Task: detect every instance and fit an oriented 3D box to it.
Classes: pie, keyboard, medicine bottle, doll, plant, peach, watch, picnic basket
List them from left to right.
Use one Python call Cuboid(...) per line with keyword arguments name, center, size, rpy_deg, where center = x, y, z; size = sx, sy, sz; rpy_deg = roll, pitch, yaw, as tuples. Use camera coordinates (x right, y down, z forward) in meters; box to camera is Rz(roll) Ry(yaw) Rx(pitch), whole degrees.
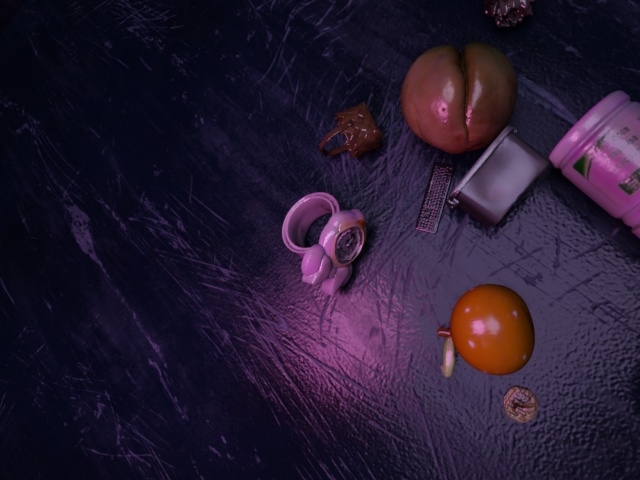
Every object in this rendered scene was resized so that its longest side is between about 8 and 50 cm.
Cuboid(name="watch", center=(0.000, 0.000, 1.221), size=(0.217, 0.211, 0.249), rpy_deg=(27, 83, 39))
Cuboid(name="picnic basket", center=(0.077, -0.305, 1.251), size=(0.178, 0.128, 0.138), rpy_deg=(-26, 72, 4))
Cuboid(name="keyboard", center=(0.320, -0.120, 1.198), size=(0.063, 0.010, 0.198), rpy_deg=(15, 87, 23))
Cuboid(name="peach", center=(0.353, -0.362, 1.104), size=(0.291, 0.247, 0.293), rpy_deg=(0, 81, -1))
Cuboid(name="doll", center=(0.380, 0.217, 1.028), size=(0.235, 0.213, 0.214), rpy_deg=(-18, 75, 30))
Cuboid(name="plant", center=(0.504, -0.685, 1.158), size=(0.129, 0.132, 0.195), rpy_deg=(-9, 74, 21))
Cuboid(name="pie", center=(0.487, 0.401, 1.047), size=(0.084, 0.020, 0.085), rpy_deg=(-4, 80, 19))
Cuboid(name="medicine bottle", center=(0.709, -0.153, 0.954), size=(0.212, 0.212, 0.326), rpy_deg=(-43, 70, 9))

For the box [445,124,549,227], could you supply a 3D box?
Cuboid(name="box", center=(0.446, -0.152, 1.085), size=(0.135, 0.163, 0.243), rpy_deg=(40, 95, 12))
